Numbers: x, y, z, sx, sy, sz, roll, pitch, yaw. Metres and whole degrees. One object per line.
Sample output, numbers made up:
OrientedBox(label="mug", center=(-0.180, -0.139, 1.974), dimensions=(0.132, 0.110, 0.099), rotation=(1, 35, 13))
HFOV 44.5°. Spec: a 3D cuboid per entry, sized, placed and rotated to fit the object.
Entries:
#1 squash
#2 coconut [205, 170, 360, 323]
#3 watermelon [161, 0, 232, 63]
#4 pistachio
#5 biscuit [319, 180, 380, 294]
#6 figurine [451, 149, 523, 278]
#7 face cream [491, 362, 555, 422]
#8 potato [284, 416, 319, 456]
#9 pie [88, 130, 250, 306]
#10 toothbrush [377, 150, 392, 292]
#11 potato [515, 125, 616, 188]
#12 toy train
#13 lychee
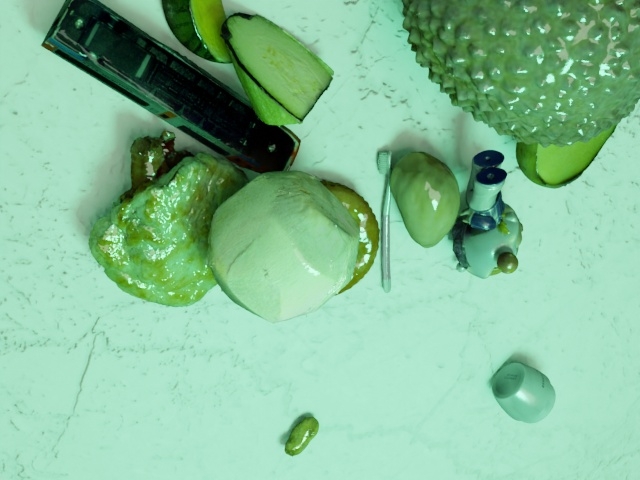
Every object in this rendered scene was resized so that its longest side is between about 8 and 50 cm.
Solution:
OrientedBox(label="squash", center=(-0.088, -0.254, 1.194), dimensions=(0.184, 0.192, 0.085), rotation=(41, 126, -8))
OrientedBox(label="coconut", center=(-0.066, 0.019, 1.206), dimensions=(0.230, 0.227, 0.227), rotation=(-42, 122, 16))
OrientedBox(label="watermelon", center=(-0.178, -0.337, 1.150), dimensions=(0.092, 0.075, 0.182), rotation=(-19, 118, -17))
OrientedBox(label="pistachio", center=(0.187, -0.074, 1.393), dimensions=(0.124, 0.124, 0.185), rotation=(-13, 122, -16))
OrientedBox(label="biscuit", center=(0.000, 0.000, 1.382), dimensions=(0.220, 0.066, 0.221), rotation=(-7, 113, -16))
OrientedBox(label="figurine", center=(0.299, -0.030, 1.403), dimensions=(0.133, 0.194, 0.274), rotation=(-9, 162, 7))
OrientedBox(label="face cream", center=(0.434, 0.325, 1.672), dimensions=(0.104, 0.117, 0.117), rotation=(37, 96, -21))
OrientedBox(label="potato", center=(-0.038, 0.390, 1.558), dimensions=(0.045, 0.046, 0.092), rotation=(37, 86, -15))
OrientedBox(label="pie", center=(-0.226, -0.022, 1.263), dimensions=(0.257, 0.105, 0.274), rotation=(19, 106, -37))
OrientedBox(label="toothbrush", center=(0.119, -0.030, 1.440), dimensions=(0.025, 0.020, 0.287), rotation=(3, 117, 12))
OrientedBox(label="potato", center=(0.440, -0.222, 1.427), dimensions=(0.160, 0.111, 0.272), rotation=(39, 81, -38))
OrientedBox(label="toy train", center=(-0.213, -0.220, 1.182), dimensions=(0.409, 0.089, 0.086), rotation=(31, 74, -31))
OrientedBox(label="lychee", center=(0.332, -0.336, 1.191), dimensions=(0.432, 0.380, 0.380), rotation=(10, 111, -2))
